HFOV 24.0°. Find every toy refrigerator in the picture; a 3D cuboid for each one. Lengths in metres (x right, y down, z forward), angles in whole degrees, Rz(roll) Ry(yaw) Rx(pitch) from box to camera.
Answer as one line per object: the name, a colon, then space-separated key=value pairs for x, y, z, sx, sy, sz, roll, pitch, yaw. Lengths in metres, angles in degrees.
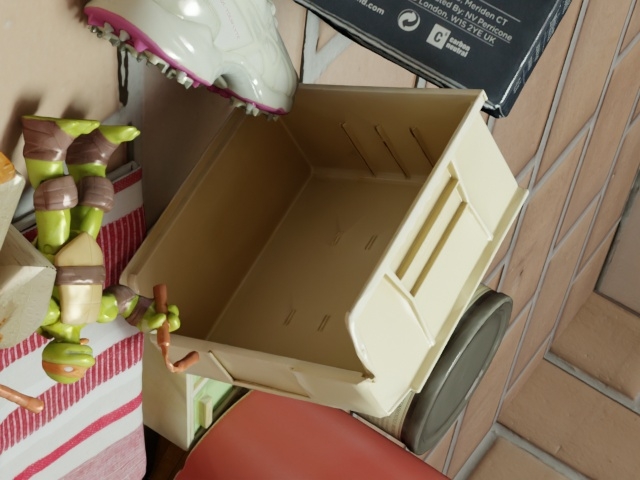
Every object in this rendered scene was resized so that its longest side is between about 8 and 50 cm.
toy refrigerator: x=-0.134 y=0.093 z=1.509 sx=0.102 sy=0.094 sz=0.269 roll=-48 pitch=160 yaw=-32

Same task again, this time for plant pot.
plant pot: x=-0.013 y=0.294 z=1.621 sx=0.275 sy=0.243 sz=0.275 roll=-43 pitch=162 yaw=-18

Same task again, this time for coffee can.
coffee can: x=0.047 y=0.083 z=1.684 sx=0.201 sy=0.275 sz=0.201 roll=-51 pitch=161 yaw=-25

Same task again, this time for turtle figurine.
turtle figurine: x=-0.185 y=0.018 z=1.161 sx=0.269 sy=0.087 sz=0.217 roll=5 pitch=88 yaw=-55

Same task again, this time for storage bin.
storage bin: x=0.000 y=0.000 z=1.296 sx=0.260 sy=0.262 sz=0.123 roll=-58 pitch=134 yaw=-26

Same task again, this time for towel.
towel: x=-0.221 y=0.120 z=1.288 sx=0.237 sy=0.037 sz=0.329 roll=-37 pitch=138 yaw=-52

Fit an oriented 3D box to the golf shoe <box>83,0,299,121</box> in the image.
golf shoe: x=-0.071 y=-0.183 z=1.214 sx=0.140 sy=0.115 sz=0.306 roll=-64 pitch=163 yaw=3

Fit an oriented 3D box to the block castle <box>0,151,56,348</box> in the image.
block castle: x=-0.333 y=-0.024 z=0.604 sx=0.303 sy=0.213 sz=0.453 roll=-45 pitch=154 yaw=-5

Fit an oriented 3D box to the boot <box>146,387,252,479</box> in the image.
boot: x=-0.113 y=0.237 z=1.815 sx=0.211 sy=0.104 sz=0.295 roll=-60 pitch=158 yaw=18

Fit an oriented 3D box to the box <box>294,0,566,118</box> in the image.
box: x=0.172 y=-0.333 z=1.383 sx=0.395 sy=0.212 sz=0.293 roll=-62 pitch=174 yaw=7
